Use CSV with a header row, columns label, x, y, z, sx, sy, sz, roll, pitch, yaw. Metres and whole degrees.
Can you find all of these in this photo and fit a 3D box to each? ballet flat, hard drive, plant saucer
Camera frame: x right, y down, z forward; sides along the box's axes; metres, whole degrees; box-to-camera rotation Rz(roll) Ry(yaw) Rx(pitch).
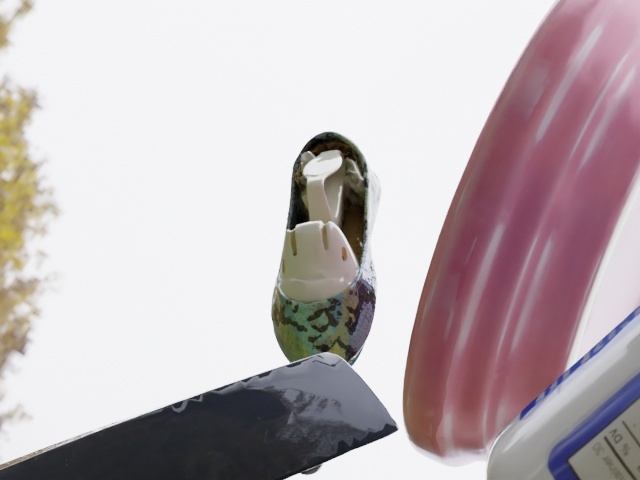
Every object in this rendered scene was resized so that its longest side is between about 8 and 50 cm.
label,x,y,z,sx,sy,sz,roll,pitch,yaw
ballet flat,0.000,0.000,0.972,0.070,0.188,0.070,1,-52,1
hard drive,-0.108,0.117,0.730,0.054,0.254,0.172,69,-23,3
plant saucer,0.160,-0.007,0.976,0.084,0.332,0.332,23,-39,19

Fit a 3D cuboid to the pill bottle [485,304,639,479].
label,x,y,z,sx,sy,sz,roll,pitch,yaw
pill bottle,0.164,0.096,0.645,0.152,0.152,0.272,41,-75,-18
